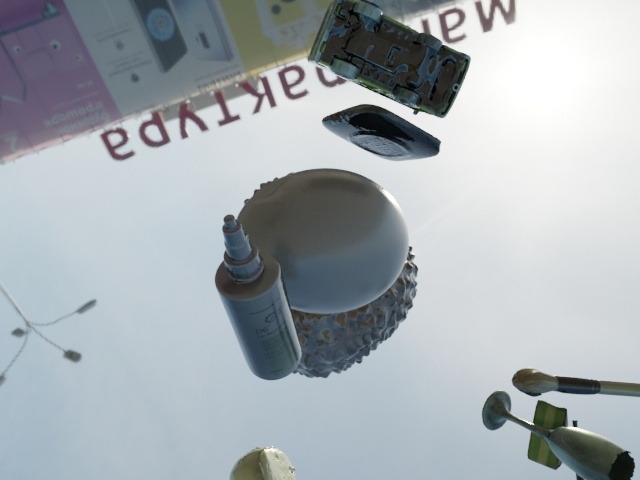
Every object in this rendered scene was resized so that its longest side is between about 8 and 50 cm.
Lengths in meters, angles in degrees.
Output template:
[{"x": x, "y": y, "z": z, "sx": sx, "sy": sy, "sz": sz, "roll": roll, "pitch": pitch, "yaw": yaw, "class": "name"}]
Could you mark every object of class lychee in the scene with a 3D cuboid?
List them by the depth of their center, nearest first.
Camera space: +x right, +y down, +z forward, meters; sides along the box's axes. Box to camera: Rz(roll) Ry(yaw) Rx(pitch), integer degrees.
[{"x": 0.002, "y": 0.069, "z": 1.145, "sx": 0.380, "sy": 0.432, "sz": 0.380, "roll": -22, "pitch": -156, "yaw": 10, "class": "lychee"}]

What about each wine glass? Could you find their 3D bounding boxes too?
[{"x": 0.518, "y": 0.489, "z": 1.242, "sx": 0.096, "sy": 0.265, "sz": 0.309, "roll": -31, "pitch": -157, "yaw": -25, "class": "wine glass"}]

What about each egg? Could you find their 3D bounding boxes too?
[{"x": 0.000, "y": 0.000, "z": 0.692, "sx": 0.231, "sy": 0.176, "sz": 0.176, "roll": 3, "pitch": -167, "yaw": -38, "class": "egg"}]

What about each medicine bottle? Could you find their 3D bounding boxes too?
[{"x": -0.057, "y": 0.050, "z": 0.500, "sx": 0.057, "sy": 0.199, "sz": 0.058, "roll": -4, "pitch": -133, "yaw": 4, "class": "medicine bottle"}]

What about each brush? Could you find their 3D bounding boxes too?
[{"x": 0.441, "y": 0.231, "z": 0.893, "sx": 0.299, "sy": 0.039, "sz": 0.042, "roll": 7, "pitch": -169, "yaw": -5, "class": "brush"}]

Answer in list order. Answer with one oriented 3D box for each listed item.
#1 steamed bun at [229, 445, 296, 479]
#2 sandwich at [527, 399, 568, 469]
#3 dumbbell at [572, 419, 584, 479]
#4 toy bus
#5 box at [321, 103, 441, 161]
[{"x": -0.096, "y": 0.405, "z": 0.946, "sx": 0.090, "sy": 0.130, "sz": 0.113, "roll": -32, "pitch": -121, "yaw": 11, "class": "steamed bun"}, {"x": 0.499, "y": 0.426, "z": 1.266, "sx": 0.074, "sy": 0.117, "sz": 0.074, "roll": 10, "pitch": -149, "yaw": 40, "class": "sandwich"}, {"x": 0.590, "y": 0.519, "z": 1.312, "sx": 0.099, "sy": 0.099, "sz": 0.209, "roll": -6, "pitch": -115, "yaw": 22, "class": "dumbbell"}, {"x": 0.079, "y": -0.218, "z": 0.690, "sx": 0.174, "sy": 0.088, "sz": 0.101, "roll": 20, "pitch": -169, "yaw": -15, "class": "toy bus"}, {"x": 0.112, "y": -0.201, "z": 1.102, "sx": 0.212, "sy": 0.201, "sz": 0.042, "roll": 7, "pitch": -101, "yaw": 60, "class": "box"}]
